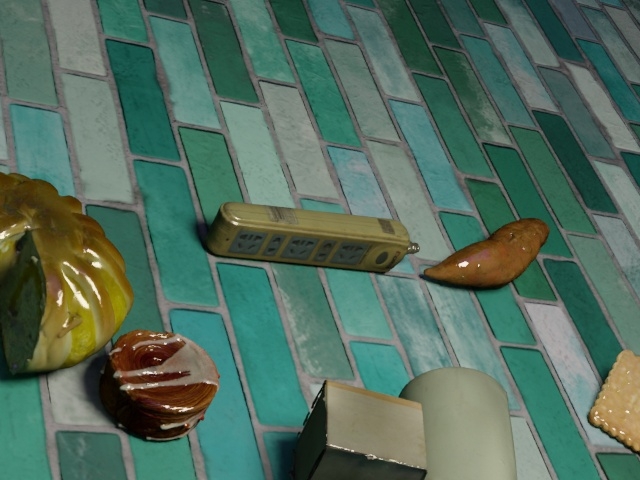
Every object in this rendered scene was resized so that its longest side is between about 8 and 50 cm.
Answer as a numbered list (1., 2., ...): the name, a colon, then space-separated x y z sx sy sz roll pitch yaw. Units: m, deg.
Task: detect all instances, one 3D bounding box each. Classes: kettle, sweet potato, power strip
1. kettle: 0.212 0.338 1.800 0.240 0.165 0.255 44 27 -32
2. sweet potato: 0.331 0.028 2.296 0.106 0.095 0.355 20 27 36
3. power strip: 0.000 0.000 2.097 0.388 0.092 0.066 5 44 -30

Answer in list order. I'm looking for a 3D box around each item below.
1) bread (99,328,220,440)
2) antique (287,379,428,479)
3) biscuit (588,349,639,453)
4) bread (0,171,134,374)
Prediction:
1. bread: -0.217 0.194 1.731 0.160 0.073 0.160 17 35 -13
2. antique: 0.049 0.287 1.735 0.152 0.146 0.148 16 39 -12
3. biscuit: 0.580 0.307 2.145 0.250 0.030 0.160 32 62 3
4. bread: -0.406 0.021 1.733 0.333 0.160 0.333 20 36 -16
